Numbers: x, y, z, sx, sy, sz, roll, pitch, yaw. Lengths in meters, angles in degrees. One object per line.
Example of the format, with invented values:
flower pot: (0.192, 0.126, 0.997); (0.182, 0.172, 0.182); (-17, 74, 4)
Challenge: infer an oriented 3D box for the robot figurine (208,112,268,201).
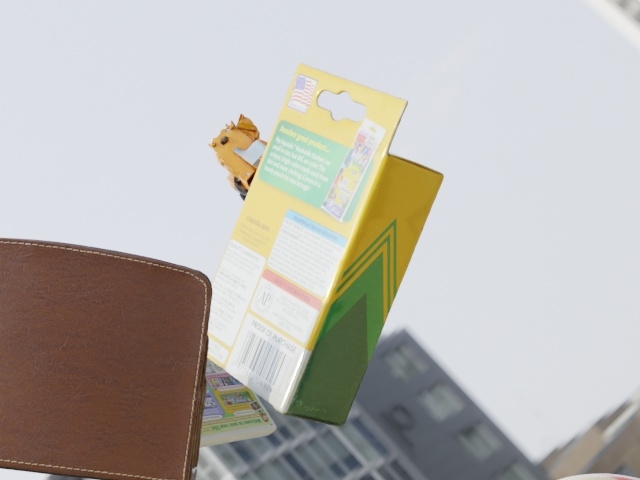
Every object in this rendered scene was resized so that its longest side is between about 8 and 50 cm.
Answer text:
robot figurine: (-0.014, -0.040, 2.023); (0.085, 0.291, 0.211); (-50, -16, -8)

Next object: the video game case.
video game case: (-0.177, 0.221, 2.311); (0.023, 0.193, 0.212); (-43, -20, 23)

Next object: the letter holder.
letter holder: (-0.260, 0.114, 1.470); (0.152, 0.302, 0.214); (109, 168, -83)

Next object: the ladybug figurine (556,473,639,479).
ladybug figurine: (0.427, 0.429, 1.923); (0.162, 0.449, 0.305); (-24, -68, -21)

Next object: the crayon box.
crayon box: (0.000, 0.000, 1.545); (0.083, 0.203, 0.323); (18, -84, -36)
